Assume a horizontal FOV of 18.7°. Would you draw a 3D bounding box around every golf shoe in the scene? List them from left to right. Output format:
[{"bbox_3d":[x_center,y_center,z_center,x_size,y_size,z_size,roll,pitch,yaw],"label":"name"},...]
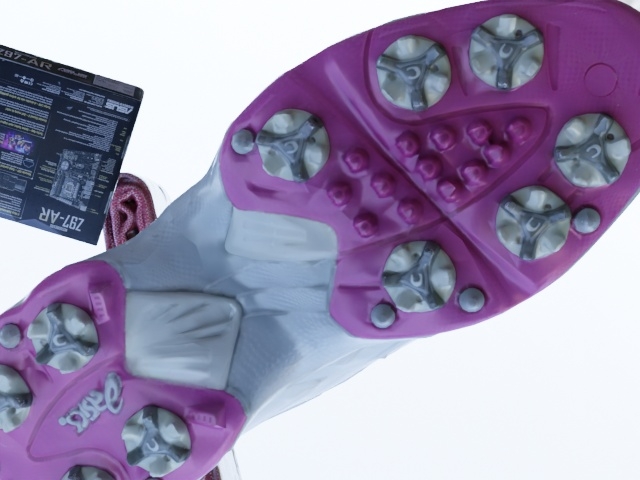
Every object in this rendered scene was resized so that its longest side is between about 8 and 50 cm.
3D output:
[{"bbox_3d":[0.000,0.000,0.740,0.115,0.306,0.140,59,-164,0],"label":"golf shoe"}]

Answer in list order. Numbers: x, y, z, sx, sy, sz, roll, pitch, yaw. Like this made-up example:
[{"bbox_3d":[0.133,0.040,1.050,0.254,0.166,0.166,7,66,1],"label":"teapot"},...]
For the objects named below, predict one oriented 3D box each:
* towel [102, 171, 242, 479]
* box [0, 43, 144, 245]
[{"bbox_3d":[-0.092,0.076,1.242,0.329,0.037,0.237,-168,65,-88],"label":"towel"},{"bbox_3d":[-0.120,-0.041,0.784,0.083,0.067,0.018,16,-159,-7],"label":"box"}]
